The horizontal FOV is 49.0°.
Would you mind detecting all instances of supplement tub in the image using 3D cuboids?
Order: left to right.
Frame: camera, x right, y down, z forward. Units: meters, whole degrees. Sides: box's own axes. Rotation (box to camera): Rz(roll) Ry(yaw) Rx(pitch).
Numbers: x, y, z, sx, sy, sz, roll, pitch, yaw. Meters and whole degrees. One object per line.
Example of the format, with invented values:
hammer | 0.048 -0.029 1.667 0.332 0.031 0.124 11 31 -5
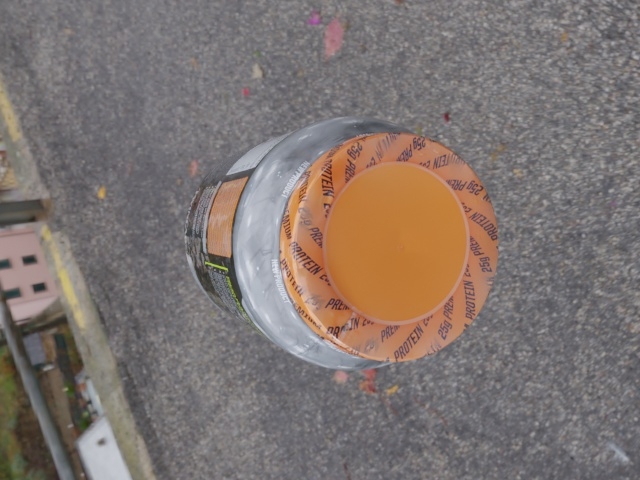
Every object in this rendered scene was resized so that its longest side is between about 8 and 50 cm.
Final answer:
supplement tub | 0.000 0.000 0.603 0.316 0.193 0.194 -172 75 -70
